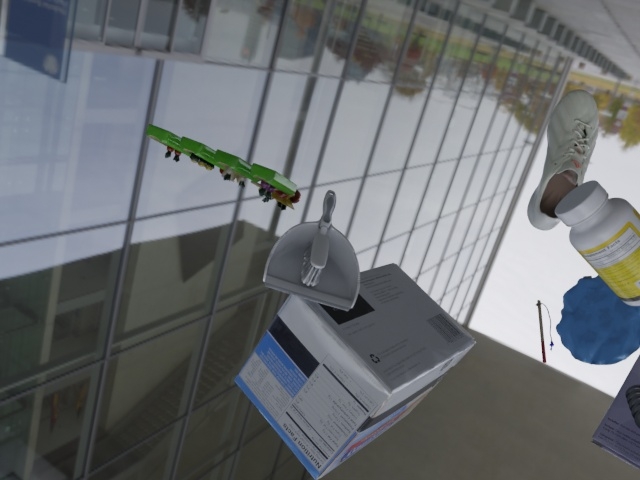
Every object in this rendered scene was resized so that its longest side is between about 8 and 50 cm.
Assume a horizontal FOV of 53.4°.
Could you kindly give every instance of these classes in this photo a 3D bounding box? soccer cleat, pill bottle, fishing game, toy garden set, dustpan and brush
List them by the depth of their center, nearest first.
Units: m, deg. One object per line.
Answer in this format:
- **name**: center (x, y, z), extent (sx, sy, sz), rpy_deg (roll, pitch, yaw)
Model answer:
- **pill bottle**: center (0.279, 0.001, 0.601), extent (0.116, 0.065, 0.065), rpy_deg (46, -162, -7)
- **soccer cleat**: center (0.322, -0.106, 0.828), extent (0.068, 0.196, 0.076), rpy_deg (18, 178, 4)
- **dustpan and brush**: center (0.000, 0.000, 1.012), extent (0.147, 0.060, 0.211), rpy_deg (17, -140, -7)
- **toy garden set**: center (-0.157, -0.115, 1.109), extent (0.244, 0.049, 0.204), rpy_deg (22, 179, 18)
- **fishing game**: center (0.552, 0.154, 1.247), extent (0.041, 0.189, 0.264), rpy_deg (22, 148, -38)

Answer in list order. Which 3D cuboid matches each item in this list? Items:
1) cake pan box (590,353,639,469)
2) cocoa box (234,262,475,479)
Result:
- **cake pan box**: center (0.495, 0.198, 0.733), extent (0.070, 0.246, 0.267), rpy_deg (33, 174, -36)
- **cocoa box**: center (0.069, 0.214, 1.139), extent (0.231, 0.228, 0.347), rpy_deg (45, -152, 22)
